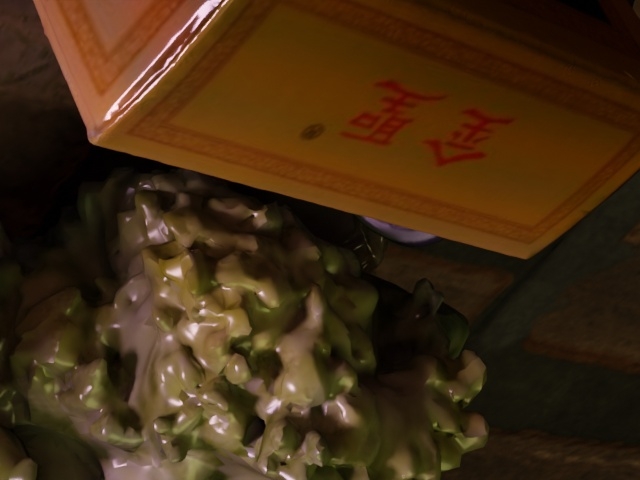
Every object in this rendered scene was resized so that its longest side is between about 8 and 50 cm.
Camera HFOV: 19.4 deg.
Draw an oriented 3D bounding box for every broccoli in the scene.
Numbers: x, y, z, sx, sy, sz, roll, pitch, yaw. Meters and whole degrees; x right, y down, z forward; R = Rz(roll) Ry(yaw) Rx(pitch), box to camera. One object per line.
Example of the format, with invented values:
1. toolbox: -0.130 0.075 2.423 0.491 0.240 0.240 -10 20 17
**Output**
1. broccoli: -0.078 0.144 0.832 0.348 0.281 0.293 -19 130 8

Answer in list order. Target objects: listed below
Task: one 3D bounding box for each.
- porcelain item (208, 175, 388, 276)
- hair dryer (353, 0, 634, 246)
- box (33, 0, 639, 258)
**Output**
1. porcelain item: 0.000 0.000 0.930 0.084 0.054 0.213 -25 146 -5
2. hair dryer: 0.103 -0.136 0.825 0.195 0.078 0.248 -30 140 -47
3. box: -0.022 -0.132 0.550 0.174 0.274 0.076 13 132 -44
